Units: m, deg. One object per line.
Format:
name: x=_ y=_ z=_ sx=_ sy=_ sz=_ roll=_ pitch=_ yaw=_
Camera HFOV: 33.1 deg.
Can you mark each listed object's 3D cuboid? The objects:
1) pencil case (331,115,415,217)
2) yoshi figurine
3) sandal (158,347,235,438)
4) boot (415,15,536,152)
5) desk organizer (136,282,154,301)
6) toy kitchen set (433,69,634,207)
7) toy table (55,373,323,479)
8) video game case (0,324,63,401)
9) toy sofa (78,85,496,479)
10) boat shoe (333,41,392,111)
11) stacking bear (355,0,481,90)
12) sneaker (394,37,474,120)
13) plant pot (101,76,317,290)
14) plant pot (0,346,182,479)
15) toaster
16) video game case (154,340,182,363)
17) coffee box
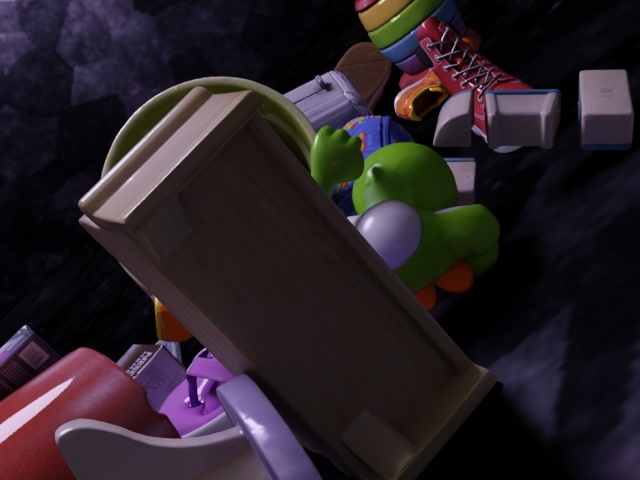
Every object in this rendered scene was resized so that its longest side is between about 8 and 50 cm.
pencil case: x=0.074 y=-0.073 z=1.422 sx=0.306 sy=0.119 sz=0.133 roll=-85 pitch=19 yaw=-66
yoshi figurine: x=-0.002 y=-0.012 z=1.124 sx=0.362 sy=0.202 sz=0.203 roll=-6 pitch=-2 yaw=-1
sandal: x=-0.067 y=0.120 z=1.287 sx=0.416 sy=0.102 sz=0.169 roll=-31 pitch=19 yaw=28
boot: x=0.199 y=-0.210 z=1.385 sx=0.088 sy=0.176 sz=0.244 roll=-41 pitch=18 yaw=-1
desk organizer: x=-0.335 y=0.073 z=2.127 sx=0.047 sy=0.050 sz=0.130 roll=-43 pitch=16 yaw=-2
toy kitchen set: x=0.237 y=-0.093 z=1.208 sx=0.207 sy=0.166 sz=0.122 roll=2 pitch=31 yaw=12
toy table: x=-0.084 y=0.223 z=0.871 sx=0.161 sy=0.252 sz=0.274 roll=-29 pitch=2 yaw=-10
video game case: x=-0.410 y=0.247 z=1.315 sx=0.026 sy=0.196 sz=0.274 roll=37 pitch=75 yaw=30
toy sofa: x=-0.031 y=0.046 z=0.941 sx=0.150 sy=0.362 sz=0.177 roll=-47 pitch=22 yaw=-14
boat shoe: x=0.022 y=-0.205 z=1.936 sx=0.341 sy=0.122 sz=0.110 roll=-50 pitch=-17 yaw=-22
stacking bear: x=0.126 y=-0.402 z=1.835 sx=0.164 sy=0.289 sz=0.175 roll=-41 pitch=16 yaw=5
sneaker: x=0.196 y=-0.256 z=1.745 sx=0.175 sy=0.064 sz=0.067 roll=-50 pitch=37 yaw=-8
plant pot: x=-0.106 y=-0.036 z=1.368 sx=0.276 sy=0.276 sz=0.254 roll=-43 pitch=-13 yaw=0
plant pot: x=-0.307 y=0.279 z=1.215 sx=0.265 sy=0.272 sz=0.272 roll=-42 pitch=14 yaw=-29
toaster: x=0.019 y=-0.145 z=1.626 sx=0.146 sy=0.227 sz=0.129 roll=-32 pitch=39 yaw=4
video game case: x=-0.296 y=0.244 z=1.655 sx=0.212 sy=0.023 sz=0.193 roll=-43 pitch=16 yaw=2
coffee box: x=-0.280 y=0.260 z=1.438 sx=0.246 sy=0.098 sz=0.141 roll=-49 pitch=17 yaw=-21
